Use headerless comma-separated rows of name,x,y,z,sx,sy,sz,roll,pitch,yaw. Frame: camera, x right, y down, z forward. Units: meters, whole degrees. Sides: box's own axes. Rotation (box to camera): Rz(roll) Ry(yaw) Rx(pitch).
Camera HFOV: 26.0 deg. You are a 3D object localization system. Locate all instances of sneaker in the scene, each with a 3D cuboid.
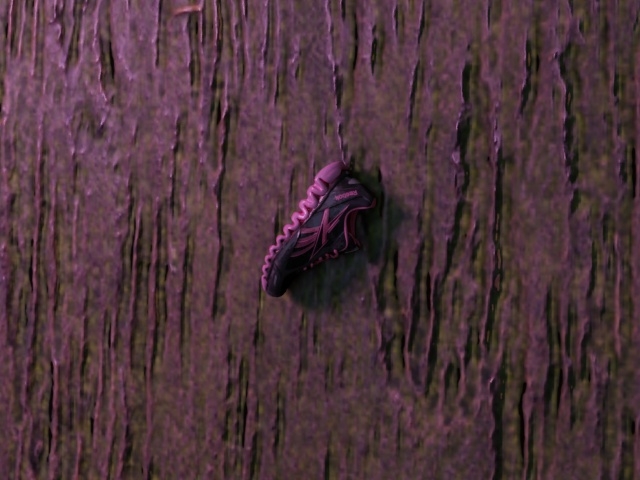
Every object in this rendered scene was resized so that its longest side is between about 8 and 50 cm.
sneaker,0.000,0.000,1.066,0.057,0.047,0.119,34,104,7
